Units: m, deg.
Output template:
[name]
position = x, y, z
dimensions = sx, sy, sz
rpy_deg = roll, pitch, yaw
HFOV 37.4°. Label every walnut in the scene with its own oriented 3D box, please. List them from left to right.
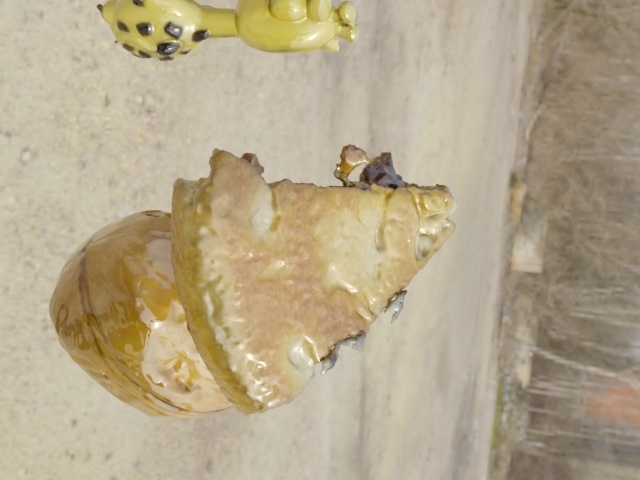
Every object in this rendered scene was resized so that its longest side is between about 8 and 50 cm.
[walnut]
position = -0.113, 0.058, 0.697
dimensions = 0.180, 0.144, 0.144
rpy_deg = 37, 54, -32

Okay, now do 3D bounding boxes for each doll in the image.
[doll]
position = -0.102, -0.244, 1.043
dimensions = 0.117, 0.291, 0.086
rpy_deg = 59, 34, -68

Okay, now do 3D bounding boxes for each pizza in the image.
[pizza]
position = 0.000, 0.001, 0.577
dimensions = 0.194, 0.069, 0.154
rpy_deg = -22, 105, -29
